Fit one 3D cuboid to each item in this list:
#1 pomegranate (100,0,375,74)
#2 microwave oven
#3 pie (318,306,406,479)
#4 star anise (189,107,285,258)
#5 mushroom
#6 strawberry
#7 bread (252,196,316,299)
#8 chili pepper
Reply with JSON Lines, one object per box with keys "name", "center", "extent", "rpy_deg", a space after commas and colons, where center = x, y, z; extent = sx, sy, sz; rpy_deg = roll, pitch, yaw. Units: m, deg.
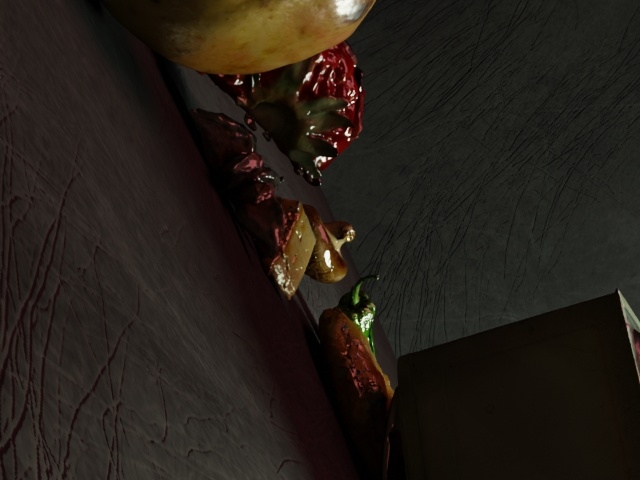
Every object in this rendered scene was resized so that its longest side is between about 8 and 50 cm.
{"name": "pomegranate", "center": [-0.075, -0.327, 1.511], "extent": [0.342, 0.343, 0.342], "rpy_deg": [-25, 90, -87]}
{"name": "microwave oven", "center": [0.266, 0.313, 1.885], "extent": [0.247, 0.333, 0.394], "rpy_deg": [52, 26, -50]}
{"name": "pie", "center": [0.060, 0.201, 2.051], "extent": [0.273, 0.069, 0.273], "rpy_deg": [60, 5, -8]}
{"name": "star anise", "center": [-0.079, -0.068, 1.828], "extent": [0.182, 0.065, 0.195], "rpy_deg": [57, 11, -70]}
{"name": "mushroom", "center": [-0.006, 0.006, 2.308], "extent": [0.109, 0.085, 0.126], "rpy_deg": [16, -35, 45]}
{"name": "strawberry", "center": [-0.051, -0.200, 1.905], "extent": [0.253, 0.150, 0.280], "rpy_deg": [45, 3, -19]}
{"name": "bread", "center": [-0.060, 0.015, 1.950], "extent": [0.084, 0.080, 0.109], "rpy_deg": [62, 40, -43]}
{"name": "chili pepper", "center": [0.055, 0.149, 2.203], "extent": [0.122, 0.065, 0.278], "rpy_deg": [19, -41, 44]}
